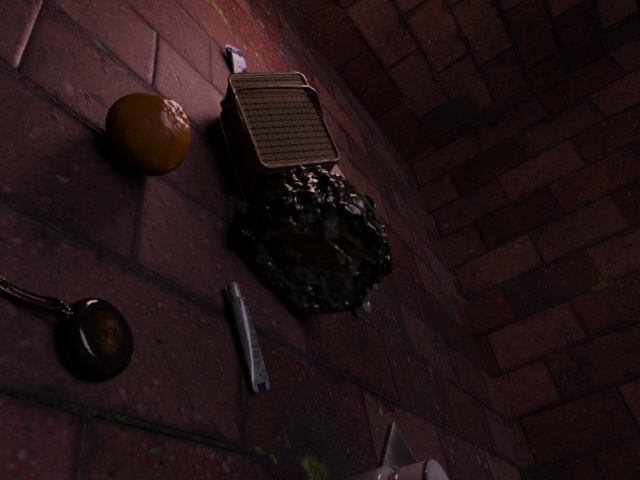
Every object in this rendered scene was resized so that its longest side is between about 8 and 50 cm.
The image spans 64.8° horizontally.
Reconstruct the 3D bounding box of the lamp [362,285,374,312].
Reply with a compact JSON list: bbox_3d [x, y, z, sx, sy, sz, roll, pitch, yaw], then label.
[{"bbox_3d":[0.102,0.093,1.557,0.179,0.107,0.246,47,24,-43],"label":"lamp"}]

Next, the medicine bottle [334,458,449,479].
[{"bbox_3d":[0.090,0.462,0.845,0.143,0.258,0.144,48,25,-31],"label":"medicine bottle"}]

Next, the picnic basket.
[{"bbox_3d":[-0.115,-0.279,1.298,0.227,0.175,0.313,-9,66,-26],"label":"picnic basket"}]

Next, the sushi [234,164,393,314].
[{"bbox_3d":[0.000,0.000,1.180,0.352,0.294,0.178,48,20,-28],"label":"sushi"}]

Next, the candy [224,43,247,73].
[{"bbox_3d":[-0.264,-0.565,1.636,0.088,0.038,0.136,-6,78,-64],"label":"candy"}]

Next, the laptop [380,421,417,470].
[{"bbox_3d":[0.207,0.609,1.274,0.188,0.015,0.269,60,21,-4],"label":"laptop"}]

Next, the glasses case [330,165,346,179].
[{"bbox_3d":[0.006,-0.251,1.811,0.337,0.076,0.144,54,23,-19],"label":"glasses case"}]

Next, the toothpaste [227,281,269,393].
[{"bbox_3d":[-0.142,0.184,0.973,0.062,0.037,0.216,10,58,-64],"label":"toothpaste"}]

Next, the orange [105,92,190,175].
[{"bbox_3d":[-0.310,-0.199,0.925,0.159,0.136,0.159,46,29,-34],"label":"orange"}]

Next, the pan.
[{"bbox_3d":[-0.324,0.098,0.652,0.212,0.040,0.115,48,19,-33],"label":"pan"}]
